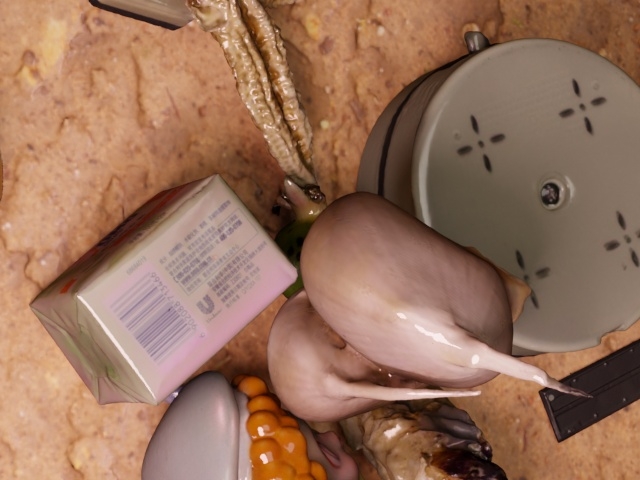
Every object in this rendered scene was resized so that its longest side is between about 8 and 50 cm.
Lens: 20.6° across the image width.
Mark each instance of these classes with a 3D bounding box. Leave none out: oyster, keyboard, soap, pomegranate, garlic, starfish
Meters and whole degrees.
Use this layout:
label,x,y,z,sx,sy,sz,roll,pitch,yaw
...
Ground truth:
label,x,y,z,sx,sy,sz,roll,pitch,yaw
oyster,0.128,0.226,1.829,0.161,0.107,0.233,-8,52,-27
keyboard,0.340,0.160,2.022,0.202,0.011,0.067,-24,98,-24
soap,-0.156,0.050,1.709,0.199,0.182,0.138,-42,101,-21
pomegranate,0.000,0.000,1.816,0.122,0.122,0.161,-28,106,-24
garlic,0.065,0.096,1.598,0.246,0.340,0.231,33,99,-11
starfish,-0.048,-0.282,1.806,0.432,0.082,0.324,57,49,-36

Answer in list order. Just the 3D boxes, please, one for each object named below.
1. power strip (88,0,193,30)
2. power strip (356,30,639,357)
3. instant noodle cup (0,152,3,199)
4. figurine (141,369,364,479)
label,x,y,z,sx,sy,sz,roll,pitch,yaw
power strip,-0.160,-0.352,1.800,0.105,0.070,0.257,14,79,-24
power strip,0.212,-0.053,1.898,0.357,0.161,0.357,2,84,-23
instant noodle cup,-0.393,-0.007,1.579,0.274,0.091,0.274,-21,132,-26
figurine,-0.013,0.291,1.736,0.382,0.224,0.205,36,90,-20
